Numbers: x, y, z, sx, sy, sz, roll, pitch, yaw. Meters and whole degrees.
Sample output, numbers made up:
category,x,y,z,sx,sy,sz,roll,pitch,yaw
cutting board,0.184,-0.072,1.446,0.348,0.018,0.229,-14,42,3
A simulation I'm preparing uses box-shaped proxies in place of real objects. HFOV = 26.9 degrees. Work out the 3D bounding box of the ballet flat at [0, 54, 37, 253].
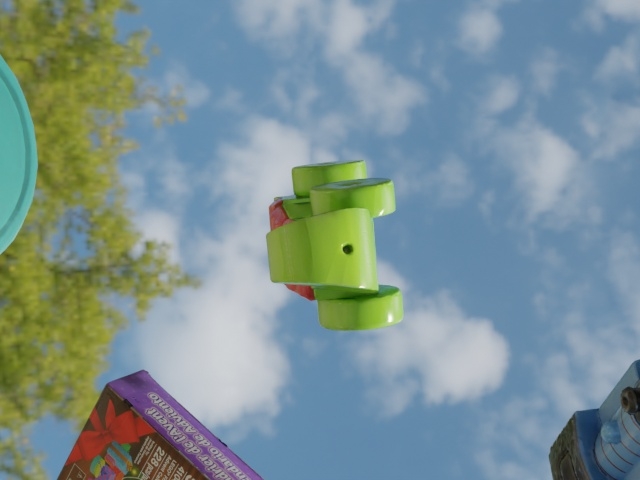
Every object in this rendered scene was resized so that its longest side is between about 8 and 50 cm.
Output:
category,x,y,z,sx,sy,sz,roll,pitch,yaw
ballet flat,-0.200,-0.001,0.221,0.124,0.342,0.116,-12,-85,29

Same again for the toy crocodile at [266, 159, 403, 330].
category,x,y,z,sx,sy,sz,roll,pitch,yaw
toy crocodile,0.000,0.000,1.093,0.340,0.105,0.115,-128,-147,-79

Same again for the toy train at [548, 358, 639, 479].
category,x,y,z,sx,sy,sz,roll,pitch,yaw
toy train,0.198,0.108,0.740,0.184,0.105,0.080,106,-27,-56

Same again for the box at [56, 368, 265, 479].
category,x,y,z,sx,sy,sz,roll,pitch,yaw
box,-0.158,0.287,1.161,0.201,0.057,0.293,38,-64,19
